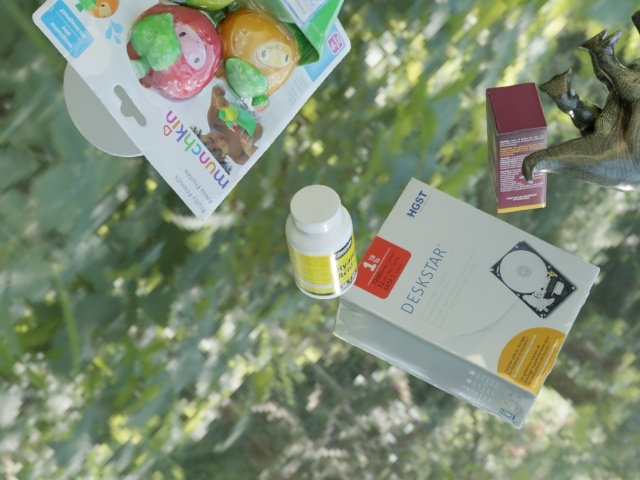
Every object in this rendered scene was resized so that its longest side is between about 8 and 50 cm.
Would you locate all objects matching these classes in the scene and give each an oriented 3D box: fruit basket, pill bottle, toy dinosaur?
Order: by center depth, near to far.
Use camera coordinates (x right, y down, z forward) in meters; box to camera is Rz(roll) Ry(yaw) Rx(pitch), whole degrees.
[{"bbox_3d":[0.296,-0.117,1.305,0.121,0.160,0.313,-30,-171,39],"label":"toy dinosaur"},{"bbox_3d":[0.000,0.000,1.337,0.065,0.065,0.116,-47,152,-23],"label":"pill bottle"},{"bbox_3d":[-0.133,-0.258,1.707,0.165,0.327,0.353,-10,-145,48],"label":"fruit basket"},{"bbox_3d":[-0.189,-0.249,2.009,0.229,0.229,0.408,-45,176,28],"label":"pill bottle"}]

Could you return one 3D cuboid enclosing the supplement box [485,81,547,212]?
[{"bbox_3d":[0.309,-0.145,2.198,0.188,0.081,0.104,80,2,-51],"label":"supplement box"}]

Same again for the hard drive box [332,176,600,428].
[{"bbox_3d":[0.157,0.067,1.518,0.181,0.232,0.089,-59,169,-28],"label":"hard drive box"}]
